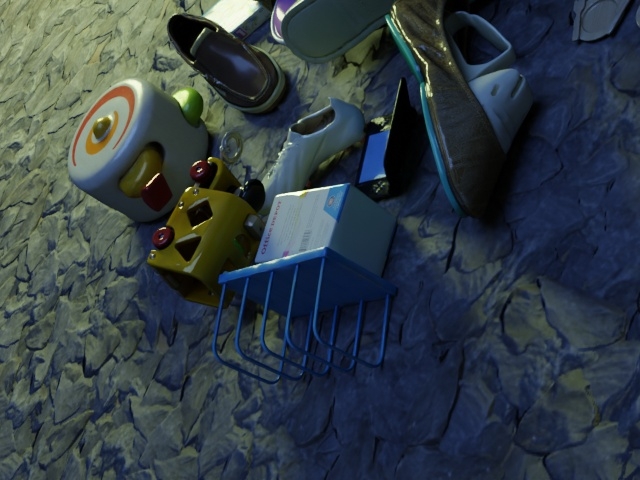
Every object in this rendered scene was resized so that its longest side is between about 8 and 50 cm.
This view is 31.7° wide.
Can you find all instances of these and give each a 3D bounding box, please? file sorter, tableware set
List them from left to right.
[{"bbox_3d":[-0.023,0.090,1.252,0.170,0.118,0.104,-15,56,42],"label":"file sorter"},{"bbox_3d":[0.342,-0.275,1.195,0.168,0.020,0.141,6,68,50],"label":"tableware set"}]

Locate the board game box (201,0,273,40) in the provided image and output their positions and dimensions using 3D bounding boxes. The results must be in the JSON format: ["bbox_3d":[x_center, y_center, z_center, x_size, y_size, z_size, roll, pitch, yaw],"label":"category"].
[{"bbox_3d":[-0.143,-0.347,1.784,0.154,0.026,0.103,-35,42,26],"label":"board game box"}]

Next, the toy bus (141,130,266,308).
[{"bbox_3d":[-0.116,-0.017,1.369,0.104,0.191,0.202,11,110,34],"label":"toy bus"}]

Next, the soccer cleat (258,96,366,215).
[{"bbox_3d":[-0.028,-0.109,1.437,0.196,0.076,0.068,-41,40,21],"label":"soccer cleat"}]

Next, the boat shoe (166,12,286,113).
[{"bbox_3d":[-0.150,-0.265,1.653,0.257,0.095,0.095,38,98,45],"label":"boat shoe"}]

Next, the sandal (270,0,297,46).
[{"bbox_3d":[0.047,-0.463,1.593,0.416,0.102,0.169,-51,37,8],"label":"sandal"}]

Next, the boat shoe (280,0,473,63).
[{"bbox_3d":[0.103,-0.335,1.428,0.340,0.127,0.113,-26,25,37],"label":"boat shoe"}]

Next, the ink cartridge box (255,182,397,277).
[{"bbox_3d":[0.000,0.000,1.314,0.143,0.090,0.092,-6,59,47],"label":"ink cartridge box"}]

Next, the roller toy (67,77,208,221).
[{"bbox_3d":[-0.277,-0.135,1.677,0.191,0.146,0.209,-16,53,41],"label":"roller toy"}]

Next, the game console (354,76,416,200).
[{"bbox_3d":[0.069,-0.117,1.339,0.107,0.071,0.122,-12,55,43],"label":"game console"}]

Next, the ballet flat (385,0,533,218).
[{"bbox_3d":[0.165,-0.173,1.260,0.124,0.116,0.342,-24,43,12],"label":"ballet flat"}]
